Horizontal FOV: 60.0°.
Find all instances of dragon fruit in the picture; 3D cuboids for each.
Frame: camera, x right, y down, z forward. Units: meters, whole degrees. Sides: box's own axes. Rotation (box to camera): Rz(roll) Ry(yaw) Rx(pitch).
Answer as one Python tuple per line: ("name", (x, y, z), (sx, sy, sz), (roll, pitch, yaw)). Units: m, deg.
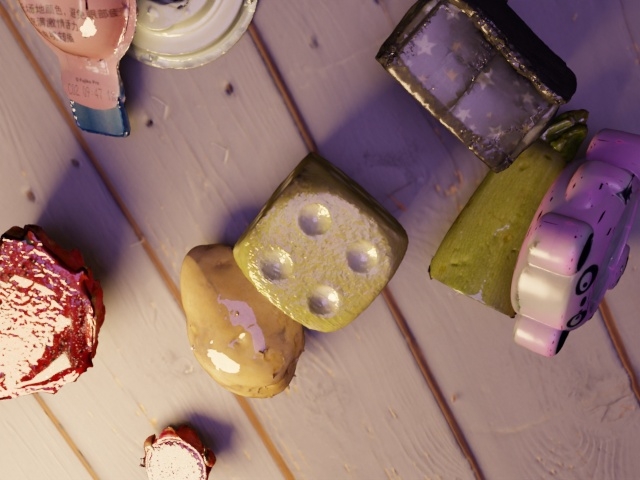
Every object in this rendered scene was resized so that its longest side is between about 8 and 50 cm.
("dragon fruit", (-0.217, 0.346, 0.875), (0.126, 0.068, 0.112), (11, 94, 10))
("dragon fruit", (-0.392, 0.089, 0.767), (0.163, 0.189, 0.261), (8, 115, -41))

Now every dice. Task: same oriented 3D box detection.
("dice", (0.000, 0.000, 0.723), (0.169, 0.169, 0.166), (39, 101, -10))

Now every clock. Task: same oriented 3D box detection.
("clock", (0.317, 0.005, 0.675), (0.090, 0.248, 0.227), (23, 137, 34))
("clock", (-0.194, -0.338, 0.694), (0.237, 0.053, 0.236), (0, 105, -1))

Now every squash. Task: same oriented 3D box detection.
("squash", (0.258, -0.052, 0.753), (0.137, 0.137, 0.287), (25, 90, -6))

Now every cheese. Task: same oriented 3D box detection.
("cheese", (-0.296, -0.265, 0.681), (0.189, 0.074, 0.285), (12, 124, 21))

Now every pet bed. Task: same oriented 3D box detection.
("pet bed", (0.190, -0.212, 0.662), (0.211, 0.183, 0.159), (40, 108, -7))

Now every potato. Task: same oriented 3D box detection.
("potato", (-0.107, 0.115, 0.777), (0.161, 0.128, 0.234), (-9, 100, -2))
